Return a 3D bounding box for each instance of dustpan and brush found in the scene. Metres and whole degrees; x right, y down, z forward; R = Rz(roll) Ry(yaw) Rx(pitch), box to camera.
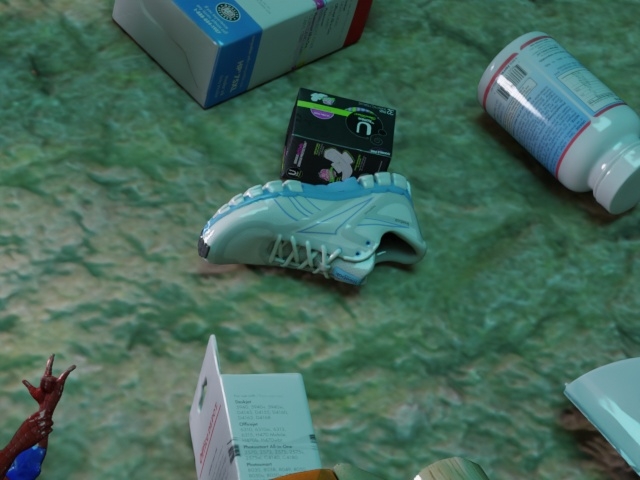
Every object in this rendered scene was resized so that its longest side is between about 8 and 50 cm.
[{"bbox_3d":[0.297,0.131,1.400,0.211,0.060,0.147,-27,61,-27],"label":"dustpan and brush"}]

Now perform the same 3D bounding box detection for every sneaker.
[{"bbox_3d":[0.000,0.000,1.419,0.191,0.071,0.083,-10,57,-25],"label":"sneaker"}]

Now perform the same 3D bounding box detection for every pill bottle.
[{"bbox_3d":[0.214,-0.098,1.559,0.087,0.087,0.160,-25,59,-34],"label":"pill bottle"}]

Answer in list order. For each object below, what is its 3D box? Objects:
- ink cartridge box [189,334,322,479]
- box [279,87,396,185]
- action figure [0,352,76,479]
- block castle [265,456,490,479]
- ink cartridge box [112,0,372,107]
[{"bbox_3d":[-0.041,0.160,1.228,0.060,0.104,0.180,1,48,-16],"label":"ink cartridge box"},{"bbox_3d":[0.014,-0.080,1.507,0.083,0.052,0.062,13,45,-6],"label":"box"},{"bbox_3d":[-0.146,0.157,1.150,0.280,0.139,0.091,18,-2,28],"label":"action figure"},{"bbox_3d":[-0.066,0.311,0.945,0.453,0.303,0.213,-11,45,-25],"label":"block castle"},{"bbox_3d":[-0.047,-0.218,1.601,0.231,0.078,0.134,-27,61,-35],"label":"ink cartridge box"}]
